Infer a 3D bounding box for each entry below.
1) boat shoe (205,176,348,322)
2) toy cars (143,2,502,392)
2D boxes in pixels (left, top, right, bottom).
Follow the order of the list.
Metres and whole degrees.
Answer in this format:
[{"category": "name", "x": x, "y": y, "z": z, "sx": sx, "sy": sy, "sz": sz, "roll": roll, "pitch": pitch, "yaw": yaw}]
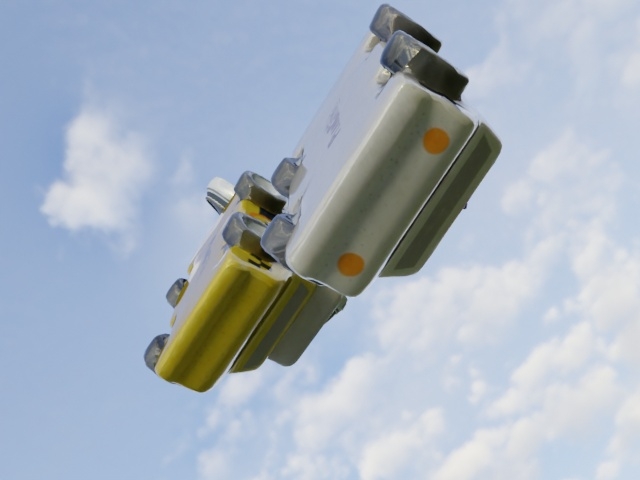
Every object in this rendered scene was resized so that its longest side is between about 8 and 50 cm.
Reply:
[{"category": "boat shoe", "x": -0.041, "y": 0.011, "z": 0.803, "sx": 0.040, "sy": 0.142, "sz": 0.049, "roll": -45, "pitch": -1, "yaw": -12}, {"category": "toy cars", "x": 0.000, "y": 0.000, "z": 0.545, "sx": 0.176, "sy": 0.087, "sz": 0.394, "roll": -64, "pitch": 11, "yaw": -26}]
